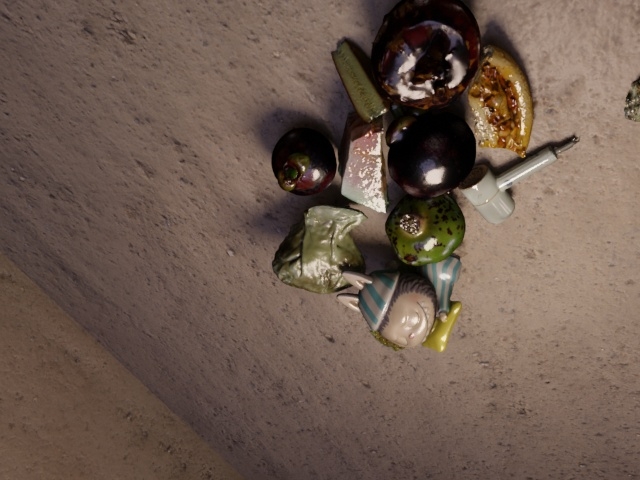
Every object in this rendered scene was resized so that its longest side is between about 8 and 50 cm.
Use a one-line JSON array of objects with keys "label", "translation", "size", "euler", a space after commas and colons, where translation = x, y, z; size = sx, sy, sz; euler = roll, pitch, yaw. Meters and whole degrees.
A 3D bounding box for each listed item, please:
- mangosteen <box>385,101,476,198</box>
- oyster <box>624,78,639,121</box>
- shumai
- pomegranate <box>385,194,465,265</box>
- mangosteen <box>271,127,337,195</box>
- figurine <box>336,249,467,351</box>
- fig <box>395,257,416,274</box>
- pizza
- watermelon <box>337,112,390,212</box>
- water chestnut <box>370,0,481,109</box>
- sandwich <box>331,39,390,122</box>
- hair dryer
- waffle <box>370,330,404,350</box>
[{"label": "mangosteen", "translation": [0.290, -0.268, 1.693], "size": [0.275, 0.275, 0.302], "euler": [-37, 91, 40]}, {"label": "oyster", "translation": [0.860, -0.371, 1.536], "size": [0.125, 0.064, 0.177], "euler": [15, 137, -1]}, {"label": "shumai", "translation": [0.000, 0.000, 2.000], "size": [0.330, 0.291, 0.288], "euler": [-14, 151, -17]}, {"label": "pomegranate", "translation": [0.320, -0.042, 1.885], "size": [0.254, 0.254, 0.270], "euler": [-16, 169, 30]}, {"label": "mangosteen", "translation": [-0.059, -0.231, 1.870], "size": [0.216, 0.216, 0.216], "euler": [10, 134, 10]}, {"label": "figurine", "translation": [0.256, 0.147, 1.970], "size": [0.378, 0.361, 0.266], "euler": [24, 161, -17]}, {"label": "fig", "translation": [0.298, 0.177, 2.176], "size": [0.167, 0.167, 0.233], "euler": [7, 140, 13]}, {"label": "pizza", "translation": [0.486, -0.355, 1.618], "size": [0.182, 0.074, 0.365], "euler": [-33, 127, -12]}, {"label": "watermelon", "translation": [0.119, -0.245, 1.789], "size": [0.151, 0.264, 0.302], "euler": [-5, 125, 7]}, {"label": "water chestnut", "translation": [0.264, -0.458, 1.506], "size": [0.300, 0.300, 0.300], "euler": [10, 134, 10]}, {"label": "sandwich", "translation": [0.120, -0.432, 1.668], "size": [0.094, 0.258, 0.096], "euler": [-33, 158, 28]}, {"label": "hair dryer", "translation": [0.602, -0.194, 1.776], "size": [0.357, 0.107, 0.173], "euler": [-31, 119, 31]}, {"label": "waffle", "translation": [0.301, 0.382, 2.456], "size": [0.169, 0.036, 0.183], "euler": [33, 133, -10]}]
